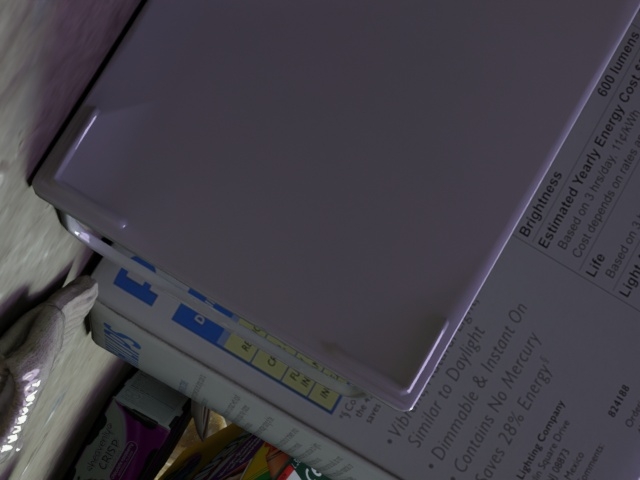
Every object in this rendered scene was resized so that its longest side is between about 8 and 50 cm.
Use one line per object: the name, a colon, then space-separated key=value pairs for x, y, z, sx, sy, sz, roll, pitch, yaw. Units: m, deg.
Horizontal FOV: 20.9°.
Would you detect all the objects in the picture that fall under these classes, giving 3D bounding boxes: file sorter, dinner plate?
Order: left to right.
dinner plate: x=-0.113 y=0.127 z=1.706 sx=0.141 sy=0.017 sz=0.141 roll=-173 pitch=-90 yaw=-89
file sorter: x=0.015 y=-0.078 z=0.858 sx=0.277 sy=0.193 sz=0.173 roll=-59 pitch=-178 yaw=-11

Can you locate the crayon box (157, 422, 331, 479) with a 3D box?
crayon box: x=-0.083 y=0.272 z=1.728 sx=0.313 sy=0.106 sz=0.363 roll=-31 pitch=-172 yaw=31

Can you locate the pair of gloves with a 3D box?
pair of gloves: x=-0.192 y=0.136 z=0.936 sx=0.240 sy=0.042 sz=0.204 roll=-61 pitch=178 yaw=10

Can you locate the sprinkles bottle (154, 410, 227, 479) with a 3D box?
sprinkles bottle: x=-0.220 y=0.322 z=2.149 sx=0.121 sy=0.121 sz=0.355 roll=-58 pitch=178 yaw=-44

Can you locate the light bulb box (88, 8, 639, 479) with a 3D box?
light bulb box: x=0.081 y=-0.003 z=1.187 sx=0.358 sy=0.361 sz=0.225 roll=-59 pitch=180 yaw=-13

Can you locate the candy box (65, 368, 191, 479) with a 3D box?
candy box: x=-0.187 y=0.199 z=1.787 sx=0.159 sy=0.071 sz=0.233 roll=-60 pitch=177 yaw=18
